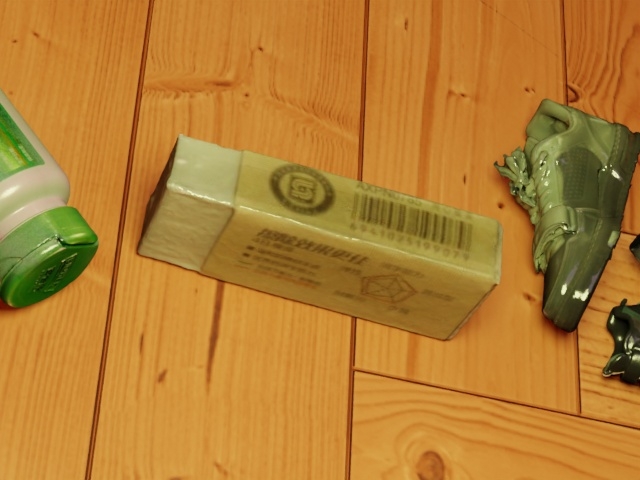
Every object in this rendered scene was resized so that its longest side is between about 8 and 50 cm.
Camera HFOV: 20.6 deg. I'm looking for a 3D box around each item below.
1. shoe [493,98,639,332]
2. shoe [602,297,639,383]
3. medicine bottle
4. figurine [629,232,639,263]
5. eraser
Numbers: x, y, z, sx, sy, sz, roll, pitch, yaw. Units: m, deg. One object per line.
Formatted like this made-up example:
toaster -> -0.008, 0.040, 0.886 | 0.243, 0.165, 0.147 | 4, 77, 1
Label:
shoe -> 0.249, -0.036, 1.906 | 0.149, 0.109, 0.293 | 24, 50, 0
shoe -> 0.340, 0.131, 1.852 | 0.099, 0.071, 0.169 | 0, 54, -18
medicine bottle -> -0.329, -0.070, 1.677 | 0.133, 0.133, 0.274 | -30, 72, -34
figurine -> 0.464, 0.002, 1.899 | 0.222, 0.145, 0.145 | -32, 71, -3
eraser -> 0.000, 0.000, 1.754 | 0.343, 0.144, 0.078 | 16, 56, -12
